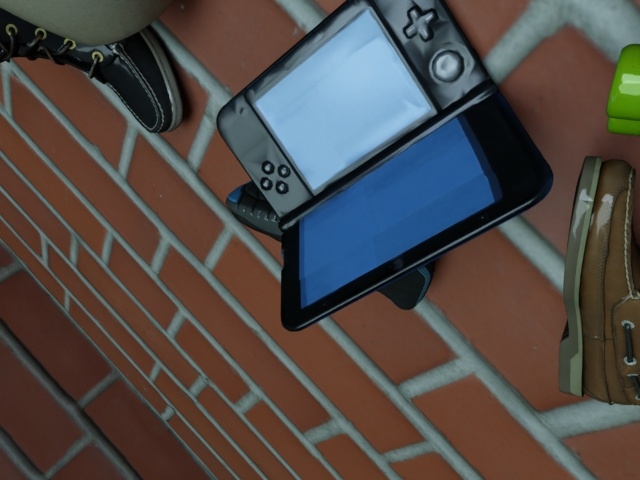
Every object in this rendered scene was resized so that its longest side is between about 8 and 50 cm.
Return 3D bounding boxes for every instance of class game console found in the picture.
[{"bbox_3d":[0.028,-0.097,0.489,0.293,0.173,0.250,-32,97,24],"label":"game console"}]

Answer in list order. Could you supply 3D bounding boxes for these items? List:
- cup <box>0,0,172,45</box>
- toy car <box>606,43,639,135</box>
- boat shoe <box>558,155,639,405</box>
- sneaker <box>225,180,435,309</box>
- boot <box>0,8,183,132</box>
[{"bbox_3d":[-0.300,-0.381,0.566,0.331,0.331,0.237,23,159,28],"label":"cup"},{"bbox_3d":[0.306,-0.165,0.330,0.155,0.149,0.188,15,100,29],"label":"toy car"},{"bbox_3d":[0.307,0.051,0.490,0.104,0.111,0.307,8,135,33],"label":"boat shoe"},{"bbox_3d":[0.000,0.000,0.700,0.341,0.125,0.140,21,134,30],"label":"sneaker"},{"bbox_3d":[-0.411,-0.290,0.716,0.138,0.284,0.377,-21,104,48],"label":"boot"}]
